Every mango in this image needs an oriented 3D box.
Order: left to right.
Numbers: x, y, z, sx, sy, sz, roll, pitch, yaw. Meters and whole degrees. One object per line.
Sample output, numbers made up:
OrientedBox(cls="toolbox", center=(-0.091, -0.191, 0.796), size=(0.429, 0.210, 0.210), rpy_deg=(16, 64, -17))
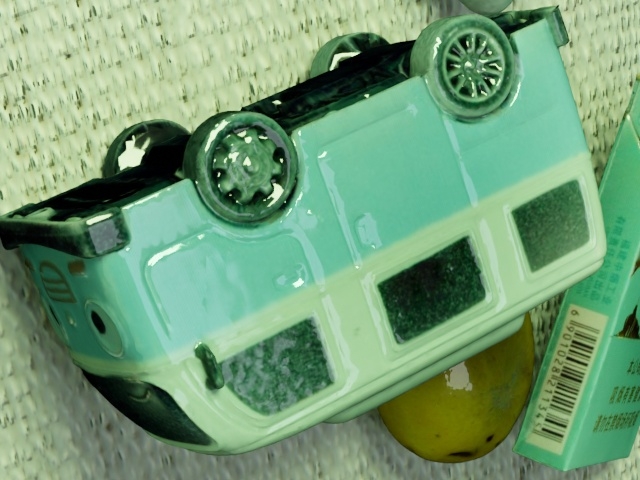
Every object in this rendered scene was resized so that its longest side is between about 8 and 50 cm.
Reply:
OrientedBox(cls="mango", center=(0.071, 0.049, 0.982), size=(0.103, 0.076, 0.161), rpy_deg=(-21, 109, -31))

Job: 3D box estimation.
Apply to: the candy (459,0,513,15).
OrientedBox(cls="candy", center=(0.099, -0.222, 0.914), size=(0.138, 0.071, 0.174), rpy_deg=(41, 79, -39))

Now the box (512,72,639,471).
OrientedBox(cls="box", center=(0.188, 0.023, 1.043), size=(0.162, 0.041, 0.229), rpy_deg=(10, 99, -67))

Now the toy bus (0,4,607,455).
OrientedBox(cls="toy bus", center=(0.000, 0.000, 0.842), size=(0.271, 0.133, 0.164), rpy_deg=(-26, 103, -24))
